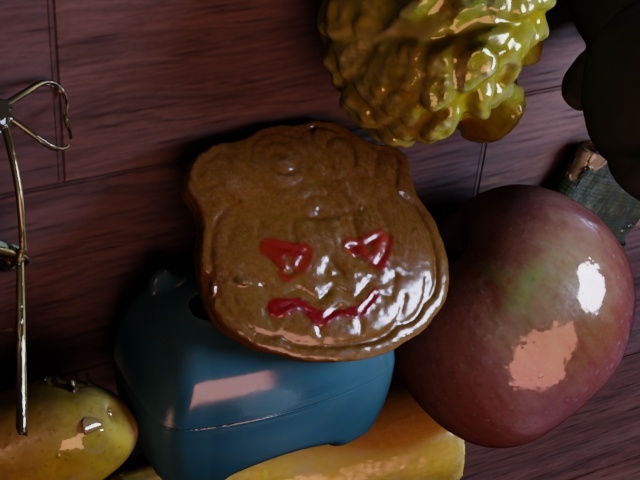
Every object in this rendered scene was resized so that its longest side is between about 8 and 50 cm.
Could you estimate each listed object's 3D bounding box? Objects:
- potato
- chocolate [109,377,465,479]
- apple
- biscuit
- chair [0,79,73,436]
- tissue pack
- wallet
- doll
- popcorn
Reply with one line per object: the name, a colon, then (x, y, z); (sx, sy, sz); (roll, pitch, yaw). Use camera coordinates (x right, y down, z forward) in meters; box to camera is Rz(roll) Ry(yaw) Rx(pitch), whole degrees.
potato: (-0.328, 0.228, 1.285); (0.300, 0.140, 0.173); (-27, 170, 19)
chocolate: (-0.038, 0.286, 1.531); (0.445, 0.162, 0.162); (-11, 130, -22)
apple: (0.210, 0.083, 1.429); (0.235, 0.305, 0.306); (41, 99, -20)
biscuit: (0.001, -0.001, 1.266); (0.273, 0.257, 0.049); (-6, 166, -27)
chair: (-0.335, 0.015, 1.139); (0.160, 0.170, 0.325); (9, 77, -36)
tissue pack: (-0.070, 0.122, 1.337); (0.287, 0.198, 0.206); (-13, 128, -23)
wallet: (0.319, 0.015, 1.602); (0.169, 0.044, 0.317); (6, 122, -36)
doll: (0.315, -0.212, 1.204); (0.252, 0.382, 0.379); (-39, 131, 23)
popcorn: (0.129, -0.208, 1.202); (0.251, 0.206, 0.237); (-19, 117, -42)
